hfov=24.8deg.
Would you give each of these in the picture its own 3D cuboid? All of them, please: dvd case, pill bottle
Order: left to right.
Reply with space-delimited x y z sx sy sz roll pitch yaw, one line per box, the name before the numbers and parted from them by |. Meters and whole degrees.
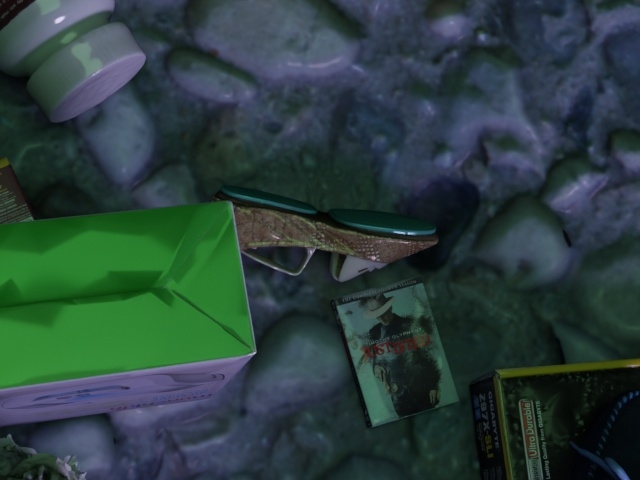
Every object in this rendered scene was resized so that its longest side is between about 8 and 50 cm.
pill bottle | -0.252 -0.218 1.241 0.121 0.121 0.221 -34 87 -18
dvd case | 0.067 0.098 1.301 0.087 0.013 0.119 -14 80 -16

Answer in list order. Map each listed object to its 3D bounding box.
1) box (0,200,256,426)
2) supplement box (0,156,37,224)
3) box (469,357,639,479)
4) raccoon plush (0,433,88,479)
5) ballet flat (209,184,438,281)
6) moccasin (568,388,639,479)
box | -0.203 0.064 1.131 0.262 0.231 0.127 -7 77 -15
supplement box | -0.266 -0.020 1.228 0.043 0.055 0.083 -25 85 -17
box | 0.281 0.267 1.280 0.257 0.079 0.322 -2 78 -15
raccoon plush | -0.148 0.312 1.033 0.446 0.299 0.216 43 75 6
ballet flat | 0.000 0.000 1.289 0.206 0.073 0.067 10 103 -8
moccasin | 0.257 0.258 1.132 0.138 0.117 0.342 10 54 1
